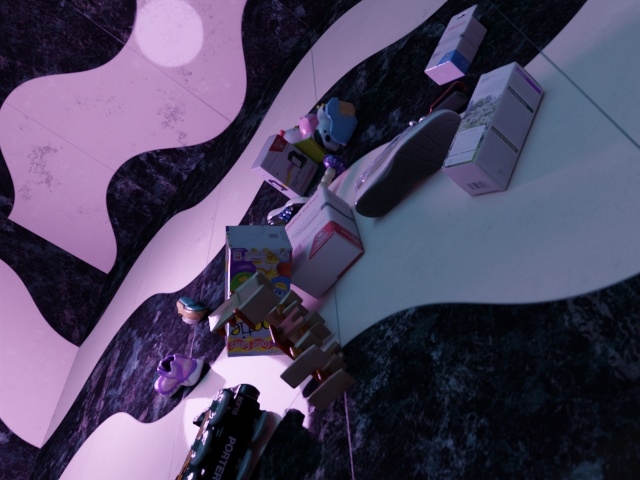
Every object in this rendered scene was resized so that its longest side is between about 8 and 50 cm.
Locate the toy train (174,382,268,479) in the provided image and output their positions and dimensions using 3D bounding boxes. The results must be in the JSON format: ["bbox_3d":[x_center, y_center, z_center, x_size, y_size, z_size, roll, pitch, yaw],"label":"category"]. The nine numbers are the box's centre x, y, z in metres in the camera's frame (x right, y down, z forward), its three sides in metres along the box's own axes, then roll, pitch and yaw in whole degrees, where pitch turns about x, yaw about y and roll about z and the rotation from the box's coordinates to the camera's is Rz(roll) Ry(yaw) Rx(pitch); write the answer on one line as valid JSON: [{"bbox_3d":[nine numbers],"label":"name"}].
[{"bbox_3d":[-0.227,0.468,1.372,0.190,0.142,0.334,-38,27,56],"label":"toy train"}]

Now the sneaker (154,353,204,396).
[{"bbox_3d":[-0.446,0.395,1.927,0.236,0.104,0.095,-34,33,44],"label":"sneaker"}]

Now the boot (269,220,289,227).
[{"bbox_3d":[-0.134,0.059,1.729,0.236,0.089,0.269,-44,19,-5],"label":"boot"}]

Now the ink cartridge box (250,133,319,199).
[{"bbox_3d":[-0.109,-0.228,2.004,0.072,0.175,0.127,-3,57,59],"label":"ink cartridge box"}]

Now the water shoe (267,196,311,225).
[{"bbox_3d":[-0.082,-0.068,1.900,0.203,0.073,0.080,-26,64,49],"label":"water shoe"}]

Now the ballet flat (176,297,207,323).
[{"bbox_3d":[-0.433,0.246,2.165,0.232,0.080,0.073,-167,82,-68],"label":"ballet flat"}]

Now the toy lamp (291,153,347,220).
[{"bbox_3d":[-0.012,-0.112,1.782,0.080,0.080,0.275,-14,47,58],"label":"toy lamp"}]

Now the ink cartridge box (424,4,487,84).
[{"bbox_3d":[0.345,-0.487,1.604,0.104,0.060,0.180,-3,56,63],"label":"ink cartridge box"}]

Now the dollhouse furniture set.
[{"bbox_3d":[-0.080,0.196,1.278,0.135,0.259,0.262,-43,23,4],"label":"dollhouse furniture set"}]

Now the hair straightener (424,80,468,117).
[{"bbox_3d":[0.255,-0.274,1.514,0.230,0.047,0.089,-37,29,38],"label":"hair straightener"}]

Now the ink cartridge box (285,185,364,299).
[{"bbox_3d":[0.000,0.000,1.580,0.172,0.100,0.237,-47,25,20],"label":"ink cartridge box"}]

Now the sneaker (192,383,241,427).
[{"bbox_3d":[-0.249,0.411,1.591,0.170,0.051,0.089,-26,36,42],"label":"sneaker"}]

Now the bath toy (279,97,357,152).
[{"bbox_3d":[-0.019,-0.352,2.054,0.348,0.129,0.151,-12,48,59],"label":"bath toy"}]

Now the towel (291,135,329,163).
[{"bbox_3d":[-0.055,-0.276,2.055,0.021,0.102,0.237,-58,23,-19],"label":"towel"}]

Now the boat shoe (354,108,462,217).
[{"bbox_3d":[0.185,-0.183,1.437,0.320,0.118,0.103,-48,34,34],"label":"boat shoe"}]

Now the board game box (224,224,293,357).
[{"bbox_3d":[-0.151,0.117,1.501,0.144,0.142,0.275,-117,29,-65],"label":"board game box"}]

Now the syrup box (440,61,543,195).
[{"bbox_3d":[0.329,-0.212,1.224,0.093,0.096,0.237,-7,52,58],"label":"syrup box"}]
